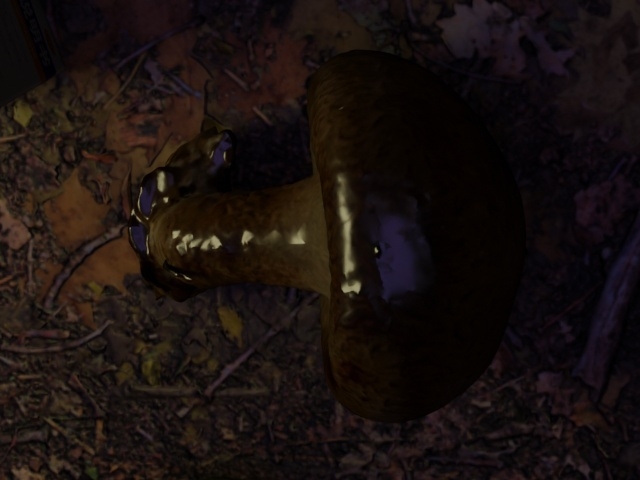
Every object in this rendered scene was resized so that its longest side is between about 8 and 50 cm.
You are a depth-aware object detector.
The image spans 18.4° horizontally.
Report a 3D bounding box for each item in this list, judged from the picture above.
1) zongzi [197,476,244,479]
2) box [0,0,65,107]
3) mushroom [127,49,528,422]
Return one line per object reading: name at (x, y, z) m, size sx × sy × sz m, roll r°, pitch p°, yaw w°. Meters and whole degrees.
zongzi at (-0.158, 0.446, 2.016) m, size 0.356 × 0.174 × 0.392 m, roll -18°, pitch 101°, yaw 8°
box at (-0.351, -0.213, 1.813) m, size 0.106 × 0.299 × 0.200 m, roll -17°, pitch 101°, yaw 11°
mushroom at (0.011, -0.018, 1.814) m, size 0.356 × 0.334 × 0.331 m, roll 16°, pitch 105°, yaw -6°
